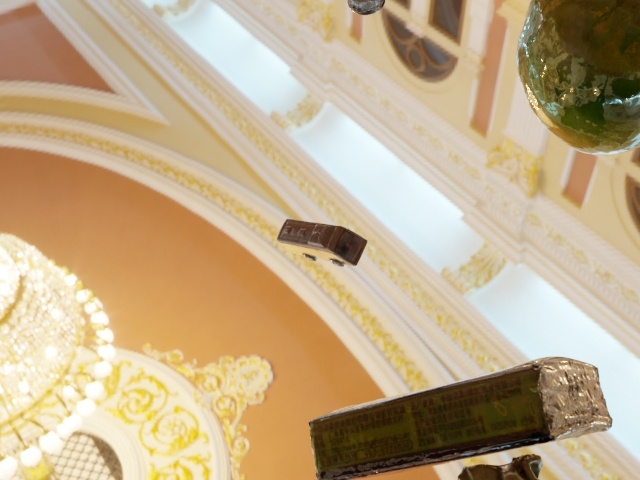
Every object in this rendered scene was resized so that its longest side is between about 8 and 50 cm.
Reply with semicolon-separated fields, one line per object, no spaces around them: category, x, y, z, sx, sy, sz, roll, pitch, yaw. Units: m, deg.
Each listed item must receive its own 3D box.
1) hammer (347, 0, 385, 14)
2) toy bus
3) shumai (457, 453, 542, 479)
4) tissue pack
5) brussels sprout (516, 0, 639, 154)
hammer;0.221;-0.372;0.893;0.427;0.152;0.044;-18;-124;-10
toy bus;0.000;0.000;1.467;0.191;0.075;0.064;9;-111;55
shumai;0.239;0.325;0.925;0.184;0.184;0.141;4;-126;4
tissue pack;0.217;0.282;1.261;0.394;0.288;0.124;-21;-107;31
brussels sprout;0.441;-0.294;1.189;0.268;0.344;0.344;32;-126;28
